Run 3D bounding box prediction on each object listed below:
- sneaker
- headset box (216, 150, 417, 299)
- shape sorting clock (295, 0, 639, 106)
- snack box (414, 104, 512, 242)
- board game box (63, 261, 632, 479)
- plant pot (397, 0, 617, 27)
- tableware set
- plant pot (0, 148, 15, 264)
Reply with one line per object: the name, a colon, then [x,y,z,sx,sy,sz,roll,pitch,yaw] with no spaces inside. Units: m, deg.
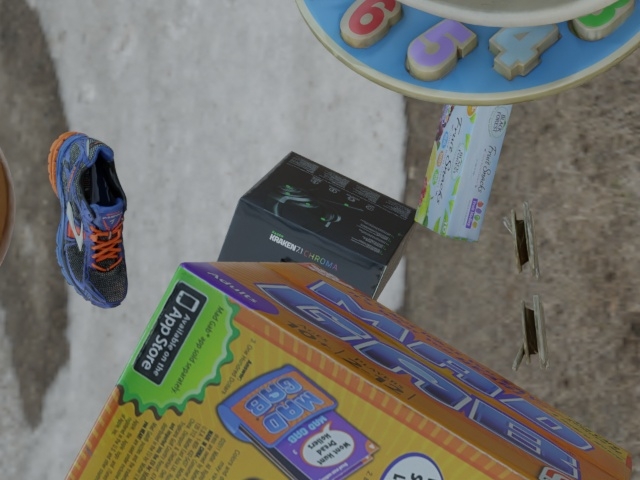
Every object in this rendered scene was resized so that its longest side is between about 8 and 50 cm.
sneaker: [-0.273,-0.022,1.483,0.087,0.083,0.221,3,109,49]
headset box: [0.000,0.000,1.918,0.246,0.283,0.131,25,114,6]
shape sorting clock: [0.083,-0.159,0.621,0.040,0.206,0.206,79,171,-61]
snack box: [0.138,-0.076,1.189,0.100,0.037,0.141,-145,67,-73]
board game box: [0.009,0.257,1.012,0.356,0.356,0.357,31,96,14]
plant pot: [0.112,-0.264,0.474,0.256,0.274,0.256,33,149,23]
tableware set: [0.235,0.054,1.419,0.039,0.128,0.194,-7,81,12]
plant pot: [-0.480,-0.045,1.302,0.203,0.290,0.291,153,117,-79]
